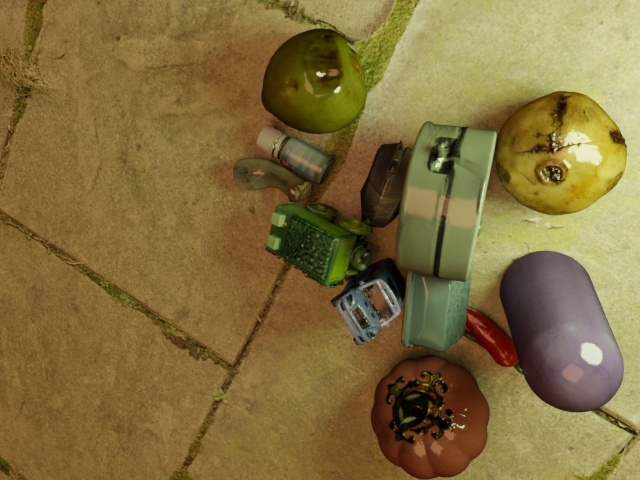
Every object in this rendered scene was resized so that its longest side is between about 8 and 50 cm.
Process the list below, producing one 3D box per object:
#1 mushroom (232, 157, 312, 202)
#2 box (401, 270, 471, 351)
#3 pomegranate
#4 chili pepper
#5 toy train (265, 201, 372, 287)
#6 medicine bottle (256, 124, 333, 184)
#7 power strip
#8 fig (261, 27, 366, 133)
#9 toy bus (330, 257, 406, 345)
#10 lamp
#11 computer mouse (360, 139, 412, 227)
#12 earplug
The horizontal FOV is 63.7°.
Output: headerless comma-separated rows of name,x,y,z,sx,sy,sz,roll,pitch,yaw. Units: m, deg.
mushroom,-0.124,-0.163,1.374,0.223,0.081,0.092,17,76,19
box,0.283,0.158,1.282,0.130,0.162,0.227,15,109,36
pomegranate,0.504,-0.181,1.096,0.260,0.260,0.261,4,105,16
chili pepper,0.440,0.251,1.323,0.071,0.063,0.272,-45,85,10
toy train,0.000,0.000,1.308,0.271,0.188,0.159,29,114,34
medicine bottle,-0.068,-0.228,1.348,0.203,0.083,0.083,32,111,8
power strip,0.279,-0.089,1.127,0.161,0.357,0.358,12,107,17
fig,-0.027,-0.363,1.227,0.271,0.239,0.240,-16,99,34
toy bus,0.131,0.139,1.266,0.133,0.292,0.126,-31,93,19
lamp,0.283,0.452,1.324,0.305,0.306,0.239,-18,142,21
computer mouse,0.169,-0.138,1.302,0.126,0.071,0.231,25,109,10
earplug,0.498,0.187,1.076,0.215,0.456,0.215,5,107,15
